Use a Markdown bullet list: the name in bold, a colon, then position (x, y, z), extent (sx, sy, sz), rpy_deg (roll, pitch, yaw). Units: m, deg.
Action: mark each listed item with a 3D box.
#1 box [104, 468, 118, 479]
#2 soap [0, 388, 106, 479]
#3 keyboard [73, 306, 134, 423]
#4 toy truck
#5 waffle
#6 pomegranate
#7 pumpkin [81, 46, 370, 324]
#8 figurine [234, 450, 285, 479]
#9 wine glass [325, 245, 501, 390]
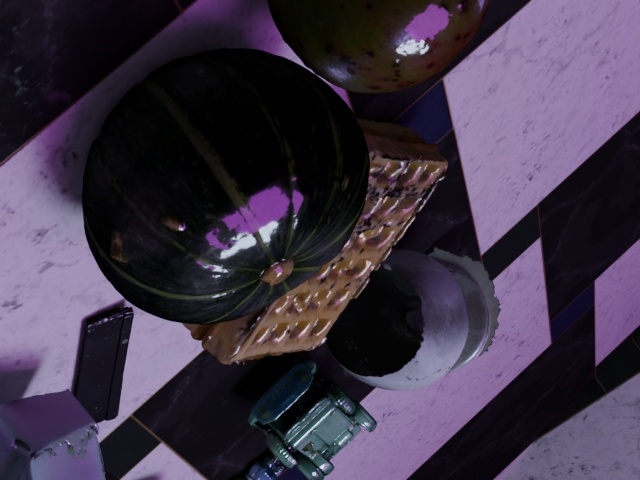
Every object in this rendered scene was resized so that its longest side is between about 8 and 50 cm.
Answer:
- **box**: position (-0.328, 0.424, 1.720), extent (0.193, 0.294, 0.167), rpy_deg (-9, 126, -52)
- **soap**: position (-0.416, 0.404, 1.568), extent (0.156, 0.261, 0.446), rpy_deg (0, 128, -56)
- **keyboard**: position (-0.293, 0.172, 1.689), extent (0.072, 0.023, 0.231), rpy_deg (-19, 144, -32)
- **toy truck**: position (-0.022, 0.293, 2.116), extent (0.155, 0.156, 0.279), rpy_deg (-44, 154, -3)
- **waffle**: position (0.000, 0.000, 1.766), extent (0.376, 0.114, 0.261), rpy_deg (-55, 153, 18)
- **pomegranate**: position (0.023, -0.281, 1.312), extent (0.306, 0.242, 0.242), rpy_deg (21, 119, -18)
- **pumpkin**: position (-0.102, -0.053, 1.383), extent (0.323, 0.241, 0.323), rpy_deg (-31, 151, -19)
- **figurine**: position (-0.120, 0.448, 2.296), extent (0.136, 0.079, 0.077), rpy_deg (-39, 113, -3)
- **wine glass**: position (0.142, 0.123, 2.040), extent (0.238, 0.238, 0.323), rpy_deg (-52, 163, 13)
